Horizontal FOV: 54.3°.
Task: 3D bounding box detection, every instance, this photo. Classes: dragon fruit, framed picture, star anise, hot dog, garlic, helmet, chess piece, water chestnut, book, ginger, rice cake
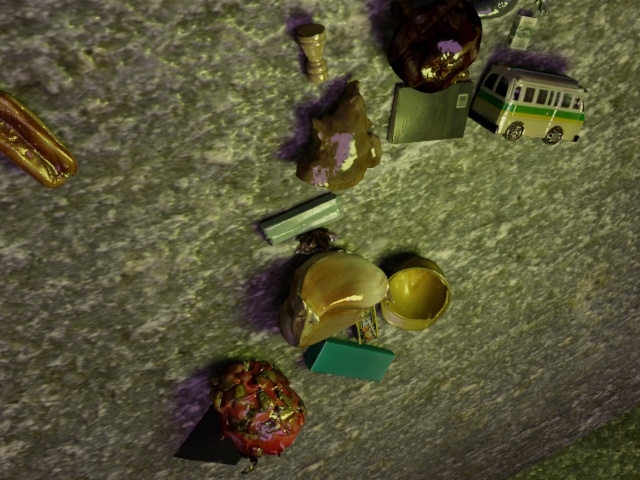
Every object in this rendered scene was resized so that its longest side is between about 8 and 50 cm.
[{"bbox_3d":[-0.200,0.487,1.835,0.269,0.250,0.291,-45,108,-1],"label":"dragon fruit"},{"bbox_3d":[-0.290,0.609,2.030,0.244,0.013,0.323,24,109,-38],"label":"framed picture"},{"bbox_3d":[0.000,-0.004,1.681,0.124,0.129,0.056,-8,112,23],"label":"star anise"},{"bbox_3d":[-0.593,-0.205,1.247,0.100,0.068,0.249,-45,135,-9],"label":"hot dog"},{"bbox_3d":[0.024,0.173,1.749,0.313,0.250,0.285,-20,116,-39],"label":"garlic"},{"bbox_3d":[0.292,0.139,1.906,0.205,0.140,0.256,17,130,1],"label":"helmet"},{"bbox_3d":[-0.015,-0.417,1.400,0.066,0.066,0.122,-21,136,-12],"label":"chess piece"},{"bbox_3d":[0.252,-0.460,1.420,0.224,0.223,0.238,-34,89,-1],"label":"water chestnut"},{"bbox_3d":[0.290,-0.335,1.637,0.229,0.024,0.160,-9,126,-22],"label":"book"},{"bbox_3d":[0.063,-0.246,1.518,0.219,0.123,0.270,12,117,-30],"label":"ginger"},{"bbox_3d":[-0.050,-0.052,1.656,0.222,0.042,0.080,-24,135,-12],"label":"rice cake"}]

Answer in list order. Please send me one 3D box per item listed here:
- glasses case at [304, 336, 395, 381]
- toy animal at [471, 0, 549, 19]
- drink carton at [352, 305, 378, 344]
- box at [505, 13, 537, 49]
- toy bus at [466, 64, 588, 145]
[{"bbox_3d":[0.097,0.381,2.032,0.301,0.070,0.117,19,107,-34],"label":"glasses case"},{"bbox_3d":[0.465,-0.617,1.478,0.206,0.081,0.366,23,112,-21],"label":"toy animal"},{"bbox_3d":[0.135,0.245,1.957,0.071,0.056,0.165,-23,130,-15],"label":"drink carton"},{"bbox_3d":[0.518,-0.537,1.609,0.054,0.024,0.083,-1,123,-25],"label":"box"},{"bbox_3d":[0.571,-0.368,1.681,0.306,0.143,0.178,1,120,-26],"label":"toy bus"}]
